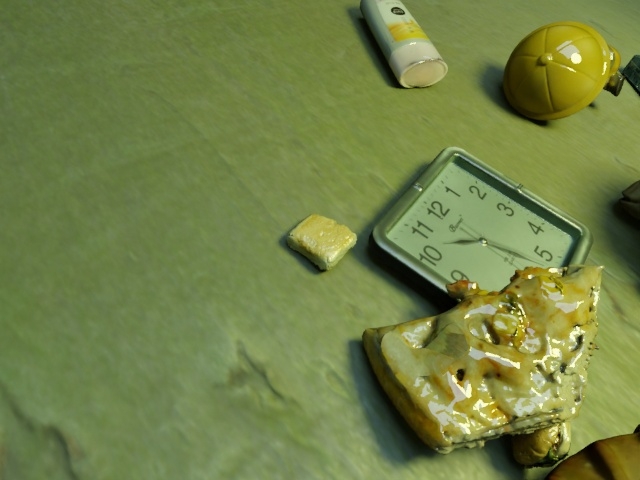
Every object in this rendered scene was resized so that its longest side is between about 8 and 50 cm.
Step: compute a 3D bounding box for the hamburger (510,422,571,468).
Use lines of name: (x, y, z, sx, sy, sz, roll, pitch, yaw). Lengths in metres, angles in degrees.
hamburger: (0.244, 0.210, 0.508, 0.044, 0.076, 0.083, 21, 39, 4)

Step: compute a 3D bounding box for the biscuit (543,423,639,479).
biscuit: (0.281, 0.320, 0.349, 0.268, 0.115, 0.366, -6, 34, 17)

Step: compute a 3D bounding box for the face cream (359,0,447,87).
face cream: (0.167, -0.430, 0.960, 0.107, 0.073, 0.269, -12, 59, -11)

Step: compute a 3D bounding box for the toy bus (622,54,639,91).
toy bus: (0.777, -0.368, 1.060, 0.047, 0.065, 0.166, 1, 53, -13)

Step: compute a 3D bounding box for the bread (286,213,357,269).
bread: (0.000, 0.000, 0.631, 0.083, 0.035, 0.070, 30, 53, 17)

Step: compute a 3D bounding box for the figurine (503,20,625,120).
figurine: (0.499, -0.351, 0.922, 0.256, 0.167, 0.192, -24, 49, -29)

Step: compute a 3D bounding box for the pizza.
pizza: (0.206, 0.114, 0.509, 0.296, 0.071, 0.189, -20, 47, -3)

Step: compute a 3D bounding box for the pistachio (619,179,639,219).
pistachio: (0.615, -0.072, 0.784, 0.185, 0.108, 0.126, 0, 22, -9)

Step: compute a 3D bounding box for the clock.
clock: (0.244, 0.003, 0.674, 0.279, 0.049, 0.273, 36, 55, 14)
